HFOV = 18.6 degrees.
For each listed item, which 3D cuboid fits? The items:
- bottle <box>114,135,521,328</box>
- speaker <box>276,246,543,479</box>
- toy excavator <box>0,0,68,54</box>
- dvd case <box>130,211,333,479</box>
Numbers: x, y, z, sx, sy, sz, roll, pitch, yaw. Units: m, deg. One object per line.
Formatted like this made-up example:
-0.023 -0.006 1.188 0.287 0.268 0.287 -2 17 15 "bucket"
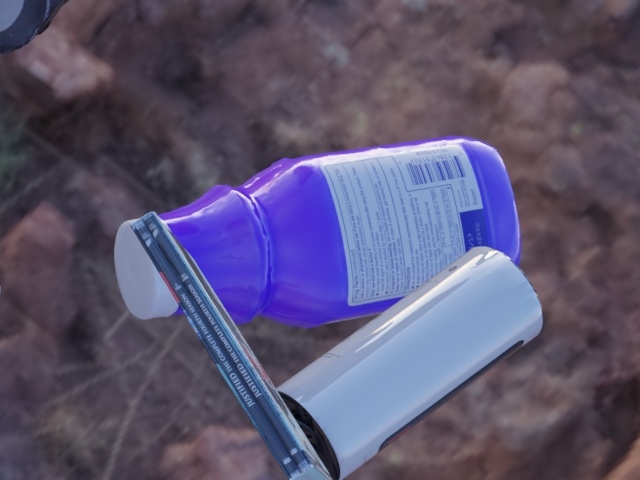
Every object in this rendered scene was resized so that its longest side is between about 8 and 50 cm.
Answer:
0.000 0.000 1.337 0.282 0.092 0.118 -10 86 -28 "bottle"
0.041 0.059 0.944 0.136 0.055 0.055 -34 80 -25 "speaker"
-0.231 -0.316 0.919 0.445 0.433 0.222 52 44 -18 "toy excavator"
-0.033 0.049 0.780 0.119 0.013 0.087 58 -1 16 "dvd case"
